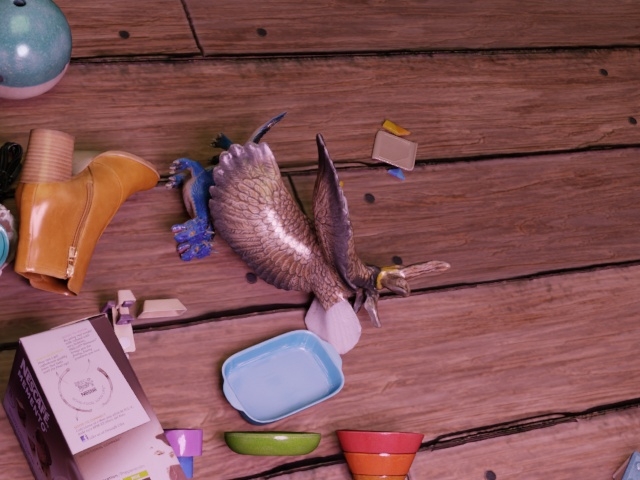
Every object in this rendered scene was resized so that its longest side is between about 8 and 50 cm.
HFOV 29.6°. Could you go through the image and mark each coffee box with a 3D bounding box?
[{"bbox_3d":[-0.265,0.262,1.455,0.118,0.168,0.297,-16,62,-31],"label":"coffee box"}]

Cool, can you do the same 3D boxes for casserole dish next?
[{"bbox_3d":[-0.055,0.194,1.682,0.188,0.037,0.114,-20,64,-32],"label":"casserole dish"}]

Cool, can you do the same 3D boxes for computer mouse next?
[{"bbox_3d":[-0.525,-0.131,1.736,0.193,0.042,0.106,22,50,-5],"label":"computer mouse"}]

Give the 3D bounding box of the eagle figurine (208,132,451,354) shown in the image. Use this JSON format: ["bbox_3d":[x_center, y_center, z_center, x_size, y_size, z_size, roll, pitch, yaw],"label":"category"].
[{"bbox_3d":[-0.002,-0.008,1.714,0.298,0.226,0.225,38,17,-41],"label":"eagle figurine"}]

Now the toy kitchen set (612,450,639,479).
[{"bbox_3d":[0.498,0.409,1.685,0.207,0.122,0.166,35,49,5],"label":"toy kitchen set"}]

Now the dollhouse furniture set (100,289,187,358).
[{"bbox_3d":[-0.229,0.116,1.650,0.114,0.091,0.081,-2,70,-27],"label":"dollhouse furniture set"}]

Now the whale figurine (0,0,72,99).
[{"bbox_3d":[-0.508,-0.330,1.832,0.272,0.141,0.216,25,49,-2],"label":"whale figurine"}]

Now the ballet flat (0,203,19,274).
[{"bbox_3d":[-0.602,-0.026,1.589,0.408,0.147,0.147,9,51,-20],"label":"ballet flat"}]

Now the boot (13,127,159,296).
[{"bbox_3d":[-0.331,-0.026,1.693,0.104,0.295,0.211,3,84,24],"label":"boot"}]

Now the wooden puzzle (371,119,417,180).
[{"bbox_3d":[0.125,-0.151,2.041,0.078,0.014,0.116,22,49,0],"label":"wooden puzzle"}]

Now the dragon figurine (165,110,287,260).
[{"bbox_3d":[-0.133,-0.079,1.827,0.289,0.085,0.144,-33,73,-33],"label":"dragon figurine"}]

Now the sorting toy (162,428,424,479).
[{"bbox_3d":[-0.039,0.309,1.579,0.365,0.127,0.126,3,83,-17],"label":"sorting toy"}]
